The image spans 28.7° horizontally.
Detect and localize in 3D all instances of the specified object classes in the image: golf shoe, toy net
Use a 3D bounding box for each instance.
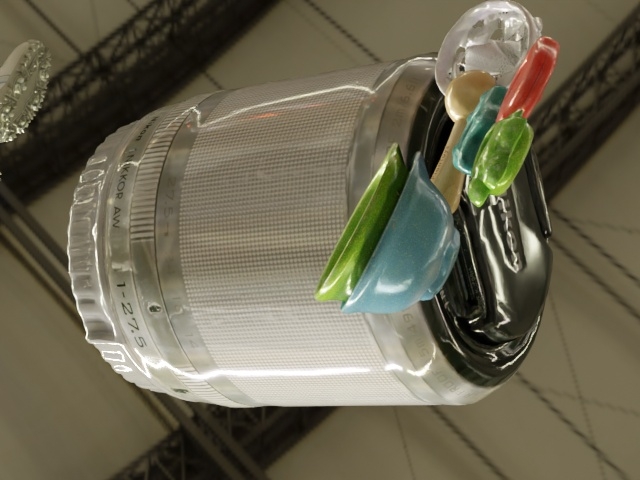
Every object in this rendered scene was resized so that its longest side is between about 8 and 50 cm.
[{"bbox_3d":[-0.308,-0.111,1.109,0.086,0.069,0.176,25,-102,13],"label":"golf shoe"},{"bbox_3d":[0.063,-0.062,0.550,0.045,0.122,0.232,26,-142,-1],"label":"toy net"}]

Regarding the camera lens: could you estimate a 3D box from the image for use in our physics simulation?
[{"bbox_3d":[0.000,0.000,0.830,0.274,0.219,0.219,-5,-127,32],"label":"camera lens"}]
